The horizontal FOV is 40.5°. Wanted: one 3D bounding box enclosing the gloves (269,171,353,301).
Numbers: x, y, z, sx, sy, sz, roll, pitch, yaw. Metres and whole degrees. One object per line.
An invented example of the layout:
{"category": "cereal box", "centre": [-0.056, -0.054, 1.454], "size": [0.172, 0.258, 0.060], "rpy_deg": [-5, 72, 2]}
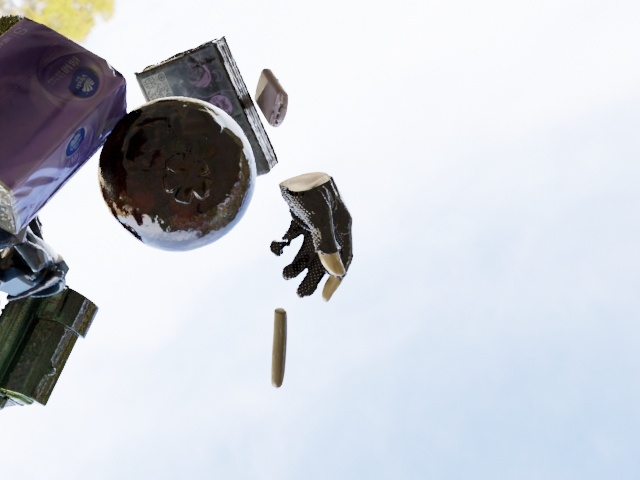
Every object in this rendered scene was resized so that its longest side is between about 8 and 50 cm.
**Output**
{"category": "gloves", "centre": [0.000, -0.001, 1.266], "size": [0.129, 0.181, 0.106], "rpy_deg": [3, -155, 40]}

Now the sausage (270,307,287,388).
{"category": "sausage", "centre": [-0.064, 0.167, 1.337], "size": [0.024, 0.132, 0.024], "rpy_deg": [3, -161, -1]}

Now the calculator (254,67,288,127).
{"category": "calculator", "centre": [-0.124, -0.354, 2.146], "size": [0.175, 0.032, 0.100], "rpy_deg": [60, -40, 45]}

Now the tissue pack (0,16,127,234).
{"category": "tissue pack", "centre": [-0.530, -0.207, 1.519], "size": [0.242, 0.160, 0.338], "rpy_deg": [28, -126, 6]}

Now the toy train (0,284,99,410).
{"category": "toy train", "centre": [-0.636, 0.228, 1.940], "size": [0.178, 0.138, 0.330], "rpy_deg": [7, -116, 30]}

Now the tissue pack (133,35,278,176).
{"category": "tissue pack", "centre": [-0.290, -0.305, 2.205], "size": [0.259, 0.361, 0.122], "rpy_deg": [-17, -162, 24]}

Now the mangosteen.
{"category": "mangosteen", "centre": [-0.267, -0.126, 1.606], "size": [0.311, 0.311, 0.311], "rpy_deg": [-23, -143, 18]}

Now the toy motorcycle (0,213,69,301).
{"category": "toy motorcycle", "centre": [-0.607, 0.056, 1.660], "size": [0.172, 0.232, 0.416], "rpy_deg": [-25, -161, 14]}

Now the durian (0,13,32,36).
{"category": "durian", "centre": [-0.697, -0.444, 2.013], "size": [0.159, 0.198, 0.146], "rpy_deg": [-49, -135, 25]}
